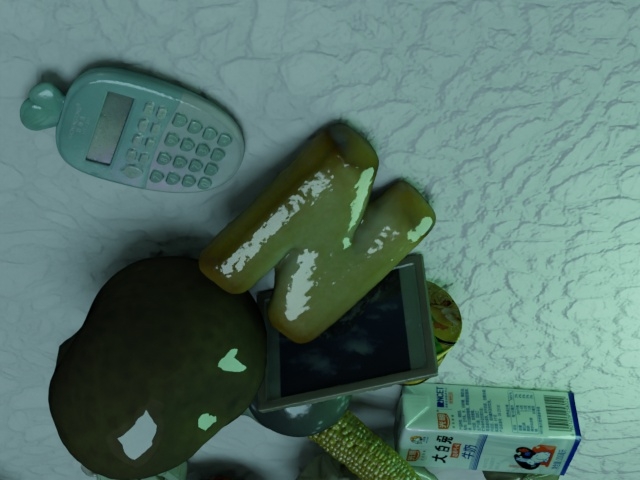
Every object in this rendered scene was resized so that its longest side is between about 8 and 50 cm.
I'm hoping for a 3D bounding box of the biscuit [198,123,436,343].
[{"bbox_3d":[0.000,0.000,1.341,0.290,0.062,0.237,-42,122,10],"label":"biscuit"}]

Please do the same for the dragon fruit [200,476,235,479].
[{"bbox_3d":[-0.210,0.553,1.936,0.223,0.148,0.219,-11,111,3],"label":"dragon fruit"}]

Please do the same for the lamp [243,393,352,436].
[{"bbox_3d":[-0.070,0.248,1.601,0.182,0.182,0.314,25,148,-22],"label":"lamp"}]

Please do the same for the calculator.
[{"bbox_3d":[-0.245,-0.145,1.274,0.295,0.042,0.184,16,134,-18],"label":"calculator"}]

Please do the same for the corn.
[{"bbox_3d":[0.070,0.370,1.687,0.288,0.086,0.086,38,136,14],"label":"corn"}]

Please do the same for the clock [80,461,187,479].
[{"bbox_3d":[-0.369,0.451,1.878,0.191,0.062,0.151,-24,130,25],"label":"clock"}]

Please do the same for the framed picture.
[{"bbox_3d":[0.033,0.140,1.441,0.281,0.209,0.019,-16,144,15],"label":"framed picture"}]

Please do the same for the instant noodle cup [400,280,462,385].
[{"bbox_3d":[0.138,0.150,1.504,0.151,0.151,0.122,3,147,-2],"label":"instant noodle cup"}]

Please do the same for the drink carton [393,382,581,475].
[{"bbox_3d":[0.291,0.337,1.708,0.314,0.107,0.131,4,135,-2],"label":"drink carton"}]

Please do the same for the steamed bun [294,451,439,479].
[{"bbox_3d":[0.053,0.524,1.842,0.309,0.219,0.324,1,113,-20],"label":"steamed bun"}]

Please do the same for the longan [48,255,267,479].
[{"bbox_3d":[-0.235,0.180,1.397,0.288,0.350,0.288,31,154,16],"label":"longan"}]

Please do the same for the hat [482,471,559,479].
[{"bbox_3d":[0.392,0.481,1.849,0.166,0.144,0.173,-8,113,13],"label":"hat"}]
